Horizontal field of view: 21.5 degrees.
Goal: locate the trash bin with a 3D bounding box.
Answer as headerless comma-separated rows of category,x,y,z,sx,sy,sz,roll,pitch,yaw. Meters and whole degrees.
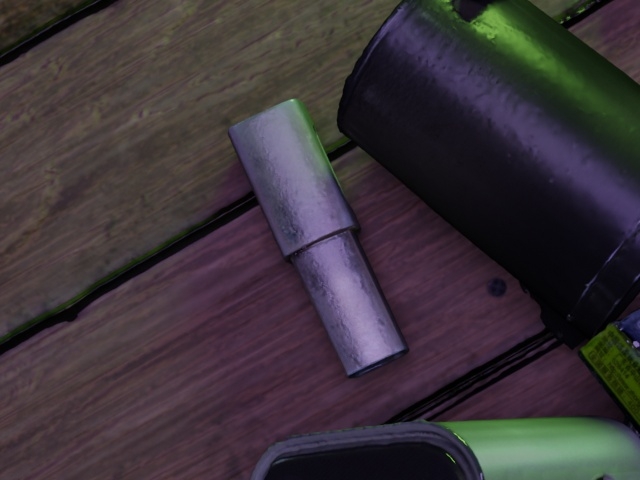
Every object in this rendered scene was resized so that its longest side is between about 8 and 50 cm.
trash bin,0.183,-0.081,1.472,0.301,0.203,0.252,40,131,11

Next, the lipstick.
lipstick,0.000,0.000,1.540,0.077,0.079,0.253,-24,79,3

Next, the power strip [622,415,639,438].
power strip,0.269,0.243,1.474,0.052,0.078,0.272,16,84,7

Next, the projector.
projector,0.111,0.272,1.357,0.248,0.249,0.249,-12,78,41

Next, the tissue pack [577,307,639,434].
tissue pack,0.350,0.144,1.406,0.173,0.073,0.235,-22,66,-39
